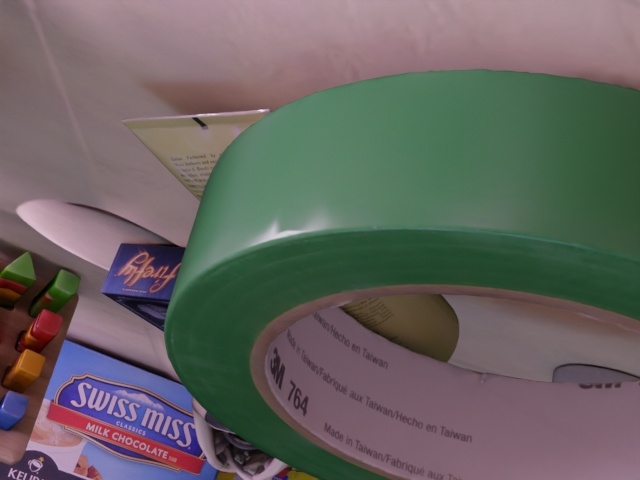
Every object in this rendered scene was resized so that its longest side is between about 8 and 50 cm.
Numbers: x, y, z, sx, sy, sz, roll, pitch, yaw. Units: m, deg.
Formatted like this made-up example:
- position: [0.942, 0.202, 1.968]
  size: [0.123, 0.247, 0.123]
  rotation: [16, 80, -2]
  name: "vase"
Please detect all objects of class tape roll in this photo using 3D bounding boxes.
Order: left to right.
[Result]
- position: [0.091, 0.050, 0.582]
  size: [0.321, 0.077, 0.321]
  rotation: [10, 150, 6]
  name: "tape roll"

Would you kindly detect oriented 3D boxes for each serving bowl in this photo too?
- position: [0.191, 0.110, 0.822]
  size: [0.083, 0.027, 0.083]
  rotation: [17, 160, 6]
  name: "serving bowl"

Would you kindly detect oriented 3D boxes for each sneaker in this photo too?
- position: [-0.046, 0.116, 0.838]
  size: [0.094, 0.091, 0.258]
  rotation: [15, 160, 13]
  name: "sneaker"

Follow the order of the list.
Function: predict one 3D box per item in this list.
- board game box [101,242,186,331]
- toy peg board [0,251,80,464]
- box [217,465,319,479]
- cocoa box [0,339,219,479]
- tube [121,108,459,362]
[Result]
- position: [-0.020, 0.077, 0.915]
  size: [0.165, 0.042, 0.243]
  rotation: [3, 155, 41]
  name: "board game box"
- position: [-0.279, 0.069, 0.995]
  size: [0.161, 0.161, 0.079]
  rotation: [26, 145, -19]
  name: "toy peg board"
- position: [-0.045, 0.365, 1.533]
  size: [0.290, 0.177, 0.279]
  rotation: [24, 161, -11]
  name: "box"
- position: [-0.264, 0.266, 1.394]
  size: [0.231, 0.228, 0.347]
  rotation: [23, 161, -12]
  name: "cocoa box"
- position: [0.000, 0.000, 0.671]
  size: [0.240, 0.070, 0.062]
  rotation: [44, -166, -45]
  name: "tube"
